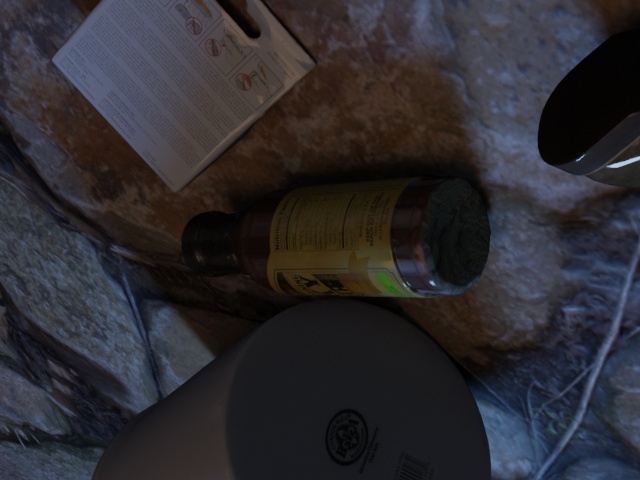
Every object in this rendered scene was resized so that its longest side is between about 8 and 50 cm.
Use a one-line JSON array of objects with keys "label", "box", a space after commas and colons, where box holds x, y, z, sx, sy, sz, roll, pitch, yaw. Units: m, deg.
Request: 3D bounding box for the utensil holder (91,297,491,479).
[{"label": "utensil holder", "box": [-0.048, 0.269, 1.229, 0.327, 0.327, 0.385, 44, 142, -2]}]

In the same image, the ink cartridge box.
[{"label": "ink cartridge box", "box": [-0.129, -0.179, 1.093, 0.232, 0.066, 0.189, -38, 98, 32]}]

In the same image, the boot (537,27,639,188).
[{"label": "boot", "box": [0.286, -0.123, 0.736, 0.115, 0.112, 0.305, 22, 146, -24]}]

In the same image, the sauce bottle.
[{"label": "sauce bottle", "box": [0.000, 0.000, 1.090, 0.344, 0.111, 0.111, -2, 126, 46]}]
